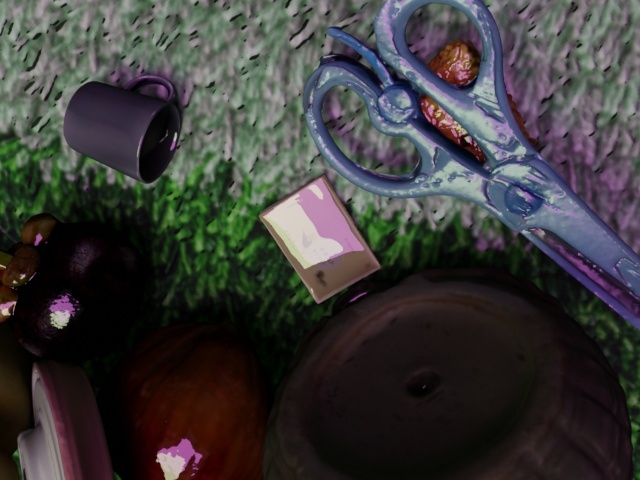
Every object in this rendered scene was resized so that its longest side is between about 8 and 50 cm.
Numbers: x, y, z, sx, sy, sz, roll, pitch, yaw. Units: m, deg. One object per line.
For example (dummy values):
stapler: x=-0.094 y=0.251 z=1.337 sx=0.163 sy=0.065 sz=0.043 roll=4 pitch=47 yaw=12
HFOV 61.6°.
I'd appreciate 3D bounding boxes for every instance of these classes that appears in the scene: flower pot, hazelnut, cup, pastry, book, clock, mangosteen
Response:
flower pot: x=0.103 y=0.166 z=0.447 sx=0.302 sy=0.302 sz=0.213 roll=-19 pitch=120 yaw=11
hazelnut: x=-0.115 y=0.162 z=0.505 sx=0.178 sy=0.204 sz=0.178 roll=2 pitch=81 yaw=-11
cup: x=-0.177 y=-0.112 z=0.497 sx=0.077 sy=0.078 sz=0.100 roll=22 pitch=73 yaw=4
pastry: x=0.135 y=-0.100 z=0.470 sx=0.080 sy=0.056 sz=0.140 roll=-37 pitch=102 yaw=26
book: x=0.000 y=0.000 z=0.535 sx=0.077 sy=0.014 sz=0.111 roll=-30 pitch=101 yaw=14
clock: x=-0.213 y=0.222 z=0.448 sx=0.056 sy=0.244 sz=0.244 roll=-7 pitch=110 yaw=-32
mangosteen: x=-0.244 y=0.040 z=0.506 sx=0.151 sy=0.137 sz=0.137 roll=31 pitch=109 yaw=-27

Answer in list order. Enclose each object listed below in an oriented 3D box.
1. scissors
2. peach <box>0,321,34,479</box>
scissors: x=0.151 y=-0.043 z=0.439 sx=0.393 sy=0.032 sz=0.180 roll=42 pitch=125 yaw=1
peach: x=-0.405 y=0.173 z=0.492 sx=0.247 sy=0.292 sz=0.292 roll=10 pitch=109 yaw=-22
